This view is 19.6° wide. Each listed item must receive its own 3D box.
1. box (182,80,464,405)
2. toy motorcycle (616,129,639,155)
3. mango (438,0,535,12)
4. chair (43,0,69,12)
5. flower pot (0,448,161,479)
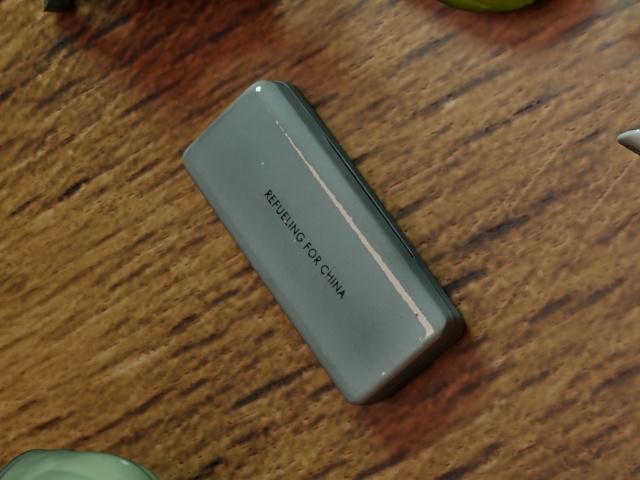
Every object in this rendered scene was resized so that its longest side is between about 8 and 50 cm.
[{"bbox_3d":[0.000,0.000,1.371,0.103,0.055,0.244,-42,71,20],"label":"box"},{"bbox_3d":[0.259,-0.125,1.224,0.150,0.102,0.221,-15,84,5],"label":"toy motorcycle"},{"bbox_3d":[0.096,-0.210,1.317,0.165,0.074,0.091,8,94,27],"label":"mango"},{"bbox_3d":[-0.133,-0.253,1.391,0.147,0.270,0.136,2,85,-8],"label":"chair"},{"bbox_3d":[-0.139,0.310,1.311,0.244,0.307,0.307,15,96,11],"label":"flower pot"}]
